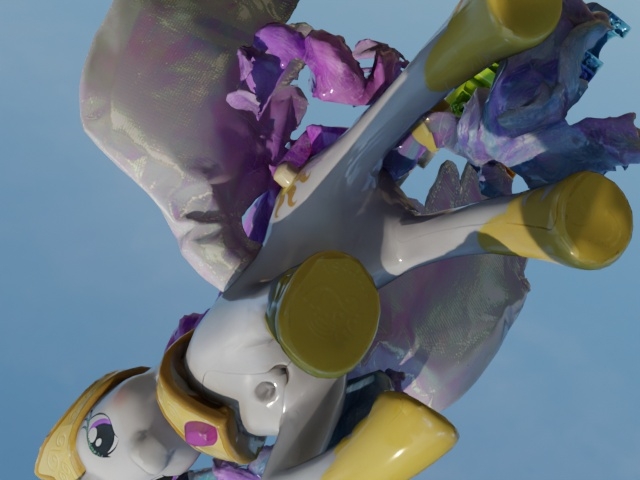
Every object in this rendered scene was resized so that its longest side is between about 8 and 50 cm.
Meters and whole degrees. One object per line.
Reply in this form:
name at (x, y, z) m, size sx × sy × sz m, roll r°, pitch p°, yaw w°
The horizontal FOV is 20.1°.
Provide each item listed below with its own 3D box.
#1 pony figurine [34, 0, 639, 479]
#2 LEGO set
pony figurine at (0.000, 0.000, 0.893) m, size 0.303 × 0.351 × 0.363 m, roll 40°, pitch 149°, yaw -13°
LEGO set at (0.115, -0.110, 1.178) m, size 0.087 × 0.227 × 0.093 m, roll 34°, pitch -171°, yaw -25°
